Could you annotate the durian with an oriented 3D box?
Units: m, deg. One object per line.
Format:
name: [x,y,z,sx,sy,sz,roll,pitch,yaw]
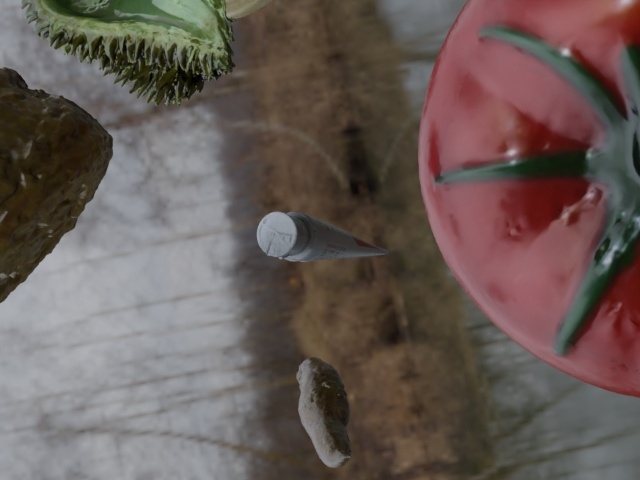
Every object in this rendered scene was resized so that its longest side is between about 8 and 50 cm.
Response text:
durian: [-0.216,-0.280,1.731,0.394,0.198,0.163,35,-177,42]

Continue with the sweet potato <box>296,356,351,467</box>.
sweet potato: [0.007,0.204,1.718,0.274,0.067,0.067,-110,10,-67]

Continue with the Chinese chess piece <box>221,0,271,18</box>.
Chinese chess piece: [-0.156,-0.460,2.180,0.104,0.257,0.257,-73,-25,-68]

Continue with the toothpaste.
toothpaste: [0.000,0.000,1.720,0.234,0.089,0.057,9,-82,-65]

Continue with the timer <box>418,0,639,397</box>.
timer: [0.267,-0.071,1.077,0.279,0.378,0.378,-24,-76,-65]

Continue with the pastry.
pastry: [-0.283,-0.026,1.242,0.235,0.132,0.240,-59,-2,-31]
